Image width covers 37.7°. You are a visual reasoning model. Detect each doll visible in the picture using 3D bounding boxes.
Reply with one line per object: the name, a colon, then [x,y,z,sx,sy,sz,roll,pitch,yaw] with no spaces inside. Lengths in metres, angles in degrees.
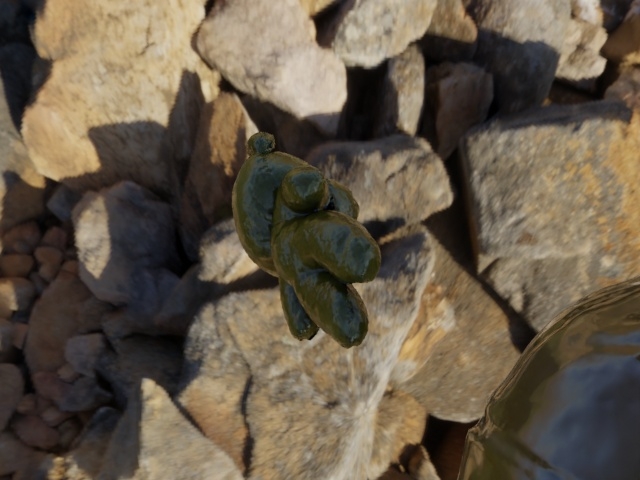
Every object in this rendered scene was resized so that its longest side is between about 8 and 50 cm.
doll: [0.000,0.000,0.697,0.097,0.209,0.137,-14,121,-19]

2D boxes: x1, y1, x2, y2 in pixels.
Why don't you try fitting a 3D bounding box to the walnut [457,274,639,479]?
walnut: [0.281,0.197,0.595,0.398,0.308,0.354,18,101,4]
